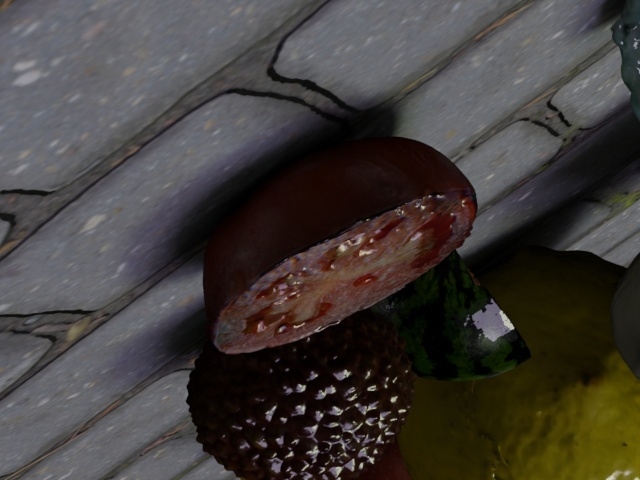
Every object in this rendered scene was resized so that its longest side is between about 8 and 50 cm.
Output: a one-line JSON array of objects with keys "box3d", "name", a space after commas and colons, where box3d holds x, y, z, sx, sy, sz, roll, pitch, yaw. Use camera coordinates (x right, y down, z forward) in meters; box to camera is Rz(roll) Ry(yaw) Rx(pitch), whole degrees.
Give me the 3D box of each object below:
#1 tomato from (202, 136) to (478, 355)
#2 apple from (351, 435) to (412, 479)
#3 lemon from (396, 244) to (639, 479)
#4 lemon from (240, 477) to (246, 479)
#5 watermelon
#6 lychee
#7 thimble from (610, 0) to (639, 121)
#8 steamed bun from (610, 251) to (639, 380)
[{"box3d": [0.000, -0.003, 1.116, 0.225, 0.085, 0.225, -26, 166, -7], "name": "tomato"}, {"box3d": [0.133, 0.289, 2.120, 0.218, 0.201, 0.218, -36, 163, -13], "name": "apple"}, {"box3d": [0.254, 0.186, 1.766, 0.350, 0.350, 0.387, -28, 168, -14], "name": "lemon"}, {"box3d": [-0.042, 0.253, 1.808, 0.114, 0.114, 0.155, -29, 164, -10], "name": "lemon"}, {"box3d": [0.119, 0.079, 1.512, 0.137, 0.145, 0.193, -25, 164, -41], "name": "watermelon"}, {"box3d": [-0.024, 0.121, 1.322, 0.188, 0.188, 0.188, -30, 165, -9], "name": "lychee"}, {"box3d": [0.317, -0.149, 1.117, 0.149, 0.185, 0.211, -28, 131, -20], "name": "thimble"}, {"box3d": [0.465, 0.067, 1.589, 0.383, 0.236, 0.247, 24, 126, -27], "name": "steamed bun"}]
